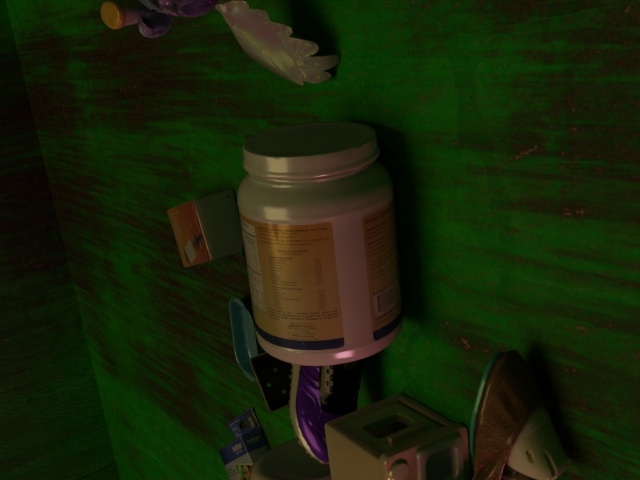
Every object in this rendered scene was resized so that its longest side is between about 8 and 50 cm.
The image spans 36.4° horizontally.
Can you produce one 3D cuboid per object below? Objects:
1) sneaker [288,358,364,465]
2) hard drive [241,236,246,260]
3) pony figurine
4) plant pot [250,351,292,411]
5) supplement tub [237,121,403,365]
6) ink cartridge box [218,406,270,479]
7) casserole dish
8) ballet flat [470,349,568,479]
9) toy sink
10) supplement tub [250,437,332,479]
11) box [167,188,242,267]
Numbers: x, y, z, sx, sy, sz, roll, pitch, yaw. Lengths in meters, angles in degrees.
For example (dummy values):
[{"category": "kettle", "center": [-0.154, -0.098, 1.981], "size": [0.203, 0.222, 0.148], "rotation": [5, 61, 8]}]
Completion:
[{"category": "sneaker", "center": [0.022, 0.216, 1.599], "size": [0.146, 0.102, 0.293], "rotation": [-36, 54, 52]}, {"category": "hard drive", "center": [-0.078, -0.004, 1.763], "size": [0.172, 0.054, 0.255], "rotation": [58, 149, 27]}, {"category": "pony figurine", "center": [-0.156, -0.396, 1.444], "size": [0.351, 0.363, 0.303], "rotation": [30, 125, 32]}, {"category": "plant pot", "center": [-0.072, 0.263, 1.861], "size": [0.096, 0.109, 0.109], "rotation": [126, 123, -71]}, {"category": "supplement tub", "center": [0.000, 0.000, 1.435], "size": [0.228, 0.228, 0.316], "rotation": [25, 127, 55]}, {"category": "ink cartridge box", "center": [-0.145, 0.547, 2.200], "size": [0.186, 0.065, 0.311], "rotation": [-44, 65, 60]}, {"category": "casserole dish", "center": [-0.145, 0.202, 2.026], "size": [0.114, 0.037, 0.188], "rotation": [28, 128, 54]}, {"category": "ballet flat", "center": [0.251, 0.307, 1.270], "size": [0.124, 0.116, 0.342], "rotation": [28, 120, 36]}, {"category": "toy sink", "center": [0.134, 0.339, 1.466], "size": [0.234, 0.152, 0.131], "rotation": [23, 125, 57]}, {"category": "supplement tub", "center": [0.020, 0.522, 1.689], "size": [0.235, 0.235, 0.325], "rotation": [8, 113, 60]}, {"category": "box", "center": [-0.232, -0.023, 1.997], "size": [0.170, 0.091, 0.130], "rotation": [-14, 92, 63]}]
